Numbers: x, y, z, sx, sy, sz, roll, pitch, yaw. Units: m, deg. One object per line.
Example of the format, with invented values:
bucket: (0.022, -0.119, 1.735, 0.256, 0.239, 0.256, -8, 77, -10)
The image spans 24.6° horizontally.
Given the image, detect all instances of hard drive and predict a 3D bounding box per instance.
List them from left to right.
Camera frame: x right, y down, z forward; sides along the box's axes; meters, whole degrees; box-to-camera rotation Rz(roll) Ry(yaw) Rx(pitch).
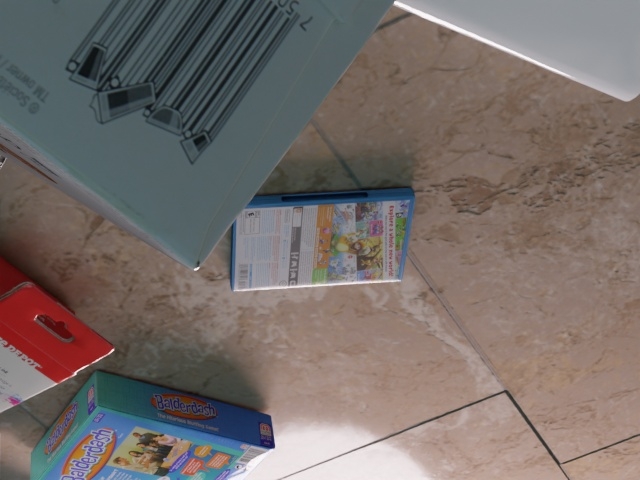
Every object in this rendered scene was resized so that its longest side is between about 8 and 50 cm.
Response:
hard drive: (0.182, -0.231, 1.129, 0.307, 0.040, 0.203, 17, 132, -28)

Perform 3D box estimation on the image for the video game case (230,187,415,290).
video game case: (0.000, 0.000, 1.368, 0.166, 0.015, 0.119, -3, 137, -8)

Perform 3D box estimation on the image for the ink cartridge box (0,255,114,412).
ink cartridge box: (-0.320, 0.092, 1.357, 0.231, 0.078, 0.134, -27, 137, 18)

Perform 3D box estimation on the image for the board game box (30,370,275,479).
board game box: (-0.178, 0.222, 1.554, 0.210, 0.047, 0.160, 18, 132, -29)

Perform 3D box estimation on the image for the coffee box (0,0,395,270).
coffee box: (-0.152, -0.247, 0.734, 0.338, 0.334, 0.337, -54, 132, -7)

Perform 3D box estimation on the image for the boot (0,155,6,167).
boot: (-0.350, -0.053, 1.193, 0.189, 0.076, 0.208, -1, 146, -31)
